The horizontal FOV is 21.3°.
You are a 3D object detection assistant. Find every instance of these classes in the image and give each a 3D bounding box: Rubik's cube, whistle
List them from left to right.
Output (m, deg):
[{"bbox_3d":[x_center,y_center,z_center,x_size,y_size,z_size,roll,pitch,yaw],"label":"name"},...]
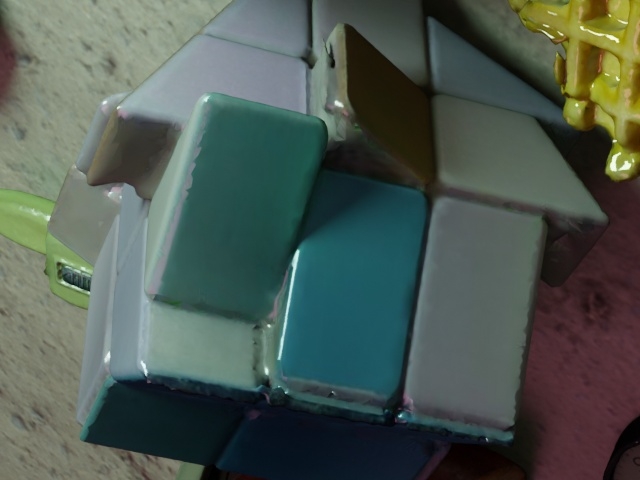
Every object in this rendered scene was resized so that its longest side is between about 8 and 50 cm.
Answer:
[{"bbox_3d":[-0.192,0.011,1.593,0.288,0.106,0.131,21,135,21],"label":"whistle"},{"bbox_3d":[0.000,0.000,1.271,0.387,0.368,0.358,13,140,-18],"label":"Rubik's cube"}]

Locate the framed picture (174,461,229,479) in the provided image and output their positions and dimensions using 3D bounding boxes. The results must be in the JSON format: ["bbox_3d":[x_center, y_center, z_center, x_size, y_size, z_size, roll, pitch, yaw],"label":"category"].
[{"bbox_3d":[-0.144,0.342,1.667,0.028,0.326,0.446,17,134,4],"label":"framed picture"}]

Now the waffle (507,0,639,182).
[{"bbox_3d":[0.242,-0.181,1.113,0.307,0.060,0.311,-14,100,49],"label":"waffle"}]

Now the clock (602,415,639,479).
[{"bbox_3d":[0.323,0.222,1.426,0.185,0.040,0.184,20,132,24],"label":"clock"}]

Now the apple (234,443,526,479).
[{"bbox_3d":[0.038,0.331,1.521,0.329,0.295,0.365,-10,141,13],"label":"apple"}]
